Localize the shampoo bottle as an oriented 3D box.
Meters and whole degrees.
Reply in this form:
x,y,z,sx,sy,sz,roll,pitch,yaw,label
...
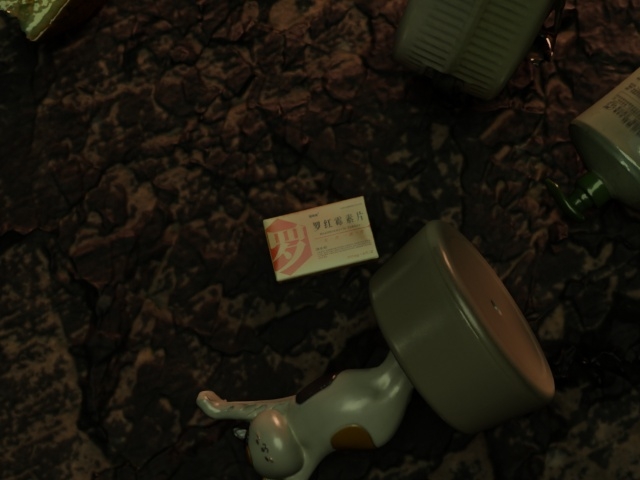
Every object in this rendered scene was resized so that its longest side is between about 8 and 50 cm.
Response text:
x,y,z,sx,sy,sz,roll,pitch,yaw,label
0.297,-0.098,1.349,0.234,0.087,0.118,-40,76,-6,shampoo bottle

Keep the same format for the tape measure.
x,y,z,sx,sy,sz,roll,pitch,yaw,label
0.161,-0.244,1.342,0.133,0.231,0.271,22,40,-2,tape measure

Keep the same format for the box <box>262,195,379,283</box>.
x,y,z,sx,sy,sz,roll,pitch,yaw,label
0.000,0.000,1.380,0.093,0.015,0.058,-13,77,0,box

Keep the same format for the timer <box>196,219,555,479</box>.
x,y,z,sx,sy,sz,roll,pitch,yaw,label
0.037,0.125,1.297,0.266,0.175,0.175,-34,75,14,timer

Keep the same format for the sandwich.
x,y,z,sx,sy,sz,roll,pitch,yaw,label
-0.211,-0.279,1.434,0.090,0.088,0.244,33,76,2,sandwich

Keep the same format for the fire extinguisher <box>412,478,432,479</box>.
x,y,z,sx,sy,sz,roll,pitch,yaw,label
0.240,0.232,1.268,0.337,0.106,0.147,1,51,3,fire extinguisher
